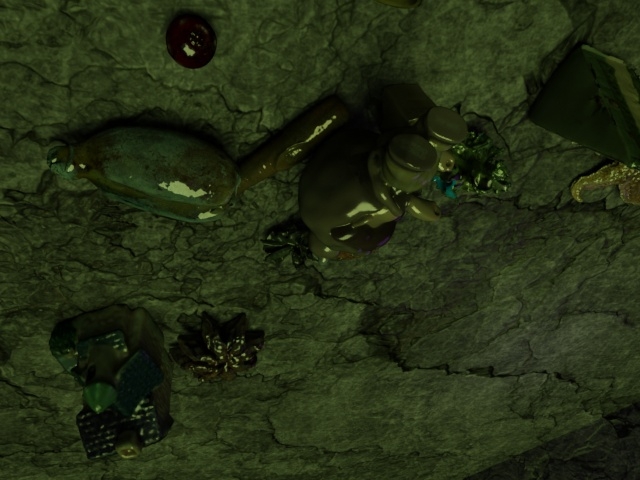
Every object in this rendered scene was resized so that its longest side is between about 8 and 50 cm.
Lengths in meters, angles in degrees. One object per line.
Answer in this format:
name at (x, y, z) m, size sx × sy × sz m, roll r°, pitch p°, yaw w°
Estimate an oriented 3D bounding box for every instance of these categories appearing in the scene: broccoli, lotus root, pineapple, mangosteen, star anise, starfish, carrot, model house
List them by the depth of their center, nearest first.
mangosteen at (-0.201, -0.309, 0.858) m, size 0.080 × 0.081 × 0.081 m, roll -7°, pitch 134°, yaw -7°
lotus root at (-0.299, -0.130, 0.967) m, size 0.322 × 0.140 × 0.158 m, roll 14°, pitch 153°, yaw -13°
carrot at (-0.091, -0.153, 1.037) m, size 0.342 × 0.070 × 0.070 m, roll -32°, pitch 132°, yaw 18°
broccoli at (0.293, -0.138, 1.078) m, size 0.154 × 0.160 × 0.167 m, roll -27°, pitch 115°, yaw 13°
pineapple at (0.000, -0.001, 1.174) m, size 0.248 × 0.128 × 0.128 m, roll -17°, pitch 135°, yaw 13°
starfish at (0.716, -0.181, 1.209) m, size 0.299 × 0.060 × 0.302 m, roll -8°, pitch 134°, yaw -3°
model house at (-0.478, 0.350, 1.284) m, size 0.243 × 0.284 × 0.298 m, roll -19°, pitch 135°, yaw -2°
star anise at (-0.260, 0.291, 1.397) m, size 0.235 × 0.109 × 0.223 m, roll 5°, pitch 136°, yaw -21°

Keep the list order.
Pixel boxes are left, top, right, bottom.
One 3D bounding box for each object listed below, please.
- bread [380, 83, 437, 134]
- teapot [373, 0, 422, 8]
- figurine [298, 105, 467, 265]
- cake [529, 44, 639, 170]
bread at (0.164, -0.207, 0.990) m, size 0.077 × 0.152 × 0.105 m, roll -7°, pitch 130°, yaw -6°
teapot at (0.110, -0.442, 0.761) m, size 0.269 × 0.173 × 0.183 m, roll 23°, pitch 93°, yaw -12°
figurine at (0.087, -0.099, 0.923) m, size 0.203 × 0.248 × 0.380 m, roll 27°, pitch 159°, yaw -15°
cake at (0.513, -0.185, 1.016) m, size 0.158 × 0.284 × 0.172 m, roll 11°, pitch 146°, yaw -22°
